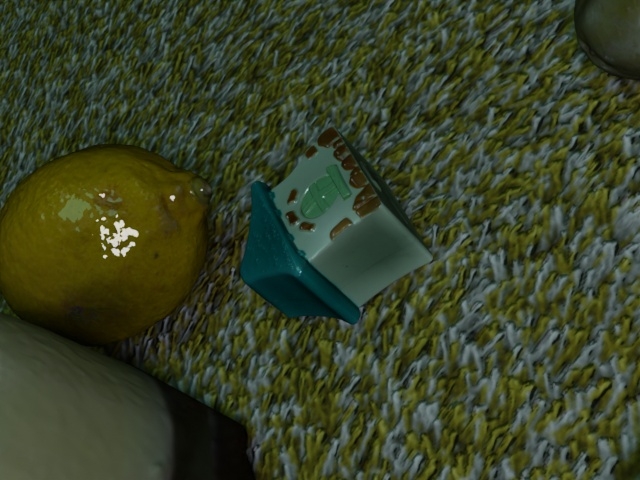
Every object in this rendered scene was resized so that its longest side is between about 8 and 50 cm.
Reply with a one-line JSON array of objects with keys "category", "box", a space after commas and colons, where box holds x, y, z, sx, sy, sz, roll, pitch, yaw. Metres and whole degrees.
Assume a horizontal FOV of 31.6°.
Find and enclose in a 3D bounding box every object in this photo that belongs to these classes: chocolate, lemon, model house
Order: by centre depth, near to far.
[{"category": "chocolate", "box": [-0.283, 0.213, 0.926, 0.326, 0.297, 0.314, 22, 80, 43]}, {"category": "model house", "box": [0.000, 0.000, 0.995, 0.149, 0.100, 0.127, -39, 44, 10]}, {"category": "lemon", "box": [-0.210, 0.002, 1.088, 0.256, 0.188, 0.188, -25, 48, 27]}]

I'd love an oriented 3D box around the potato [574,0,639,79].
[{"category": "potato", "box": [0.301, -0.222, 0.888, 0.235, 0.160, 0.178, -44, 4, 22]}]
